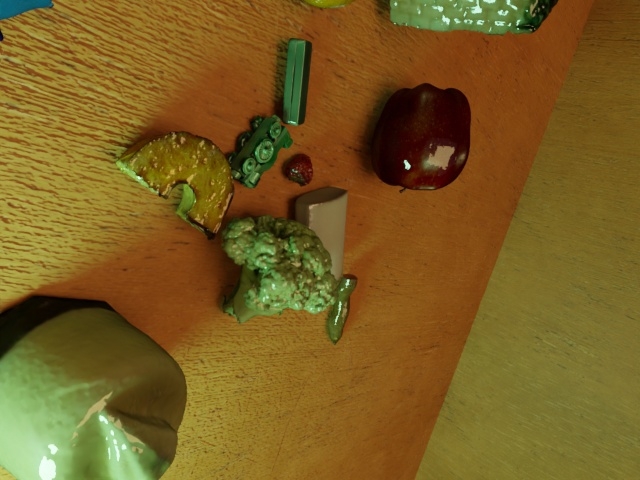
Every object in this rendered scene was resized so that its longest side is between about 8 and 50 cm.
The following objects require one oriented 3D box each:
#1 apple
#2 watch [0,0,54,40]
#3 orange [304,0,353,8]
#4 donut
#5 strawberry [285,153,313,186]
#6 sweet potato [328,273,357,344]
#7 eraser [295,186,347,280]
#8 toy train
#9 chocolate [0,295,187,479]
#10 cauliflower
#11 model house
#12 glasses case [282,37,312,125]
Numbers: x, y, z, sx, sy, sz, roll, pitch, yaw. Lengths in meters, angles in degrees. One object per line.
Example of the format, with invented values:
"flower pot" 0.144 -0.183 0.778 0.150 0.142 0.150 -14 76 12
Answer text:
"apple" 0.299 -0.289 1.348 0.288 0.288 0.317 2 99 -50
"watch" -0.418 -0.334 0.538 0.171 0.200 0.196 -49 135 -26
"orange" 0.027 -0.599 0.947 0.224 0.170 0.224 -28 129 -40
"donut" -0.260 -0.128 0.905 0.152 0.101 0.259 -56 140 -15
"strawberry" -0.050 -0.182 1.156 0.073 0.073 0.083 38 65 -51
"sweet potato" 0.062 0.238 1.504 0.059 0.067 0.281 8 111 -13
"eraser" 0.000 0.000 1.280 0.174 0.095 0.270 -28 129 -47
"toy train" -0.139 -0.199 1.041 0.178 0.071 0.104 -57 152 -14
"chocolate" -0.402 0.290 0.801 0.326 0.297 0.314 22 86 -51
"cauliflower" -0.102 0.085 1.069 0.327 0.260 0.281 28 82 -17
"model house" 0.404 -0.787 1.092 0.445 0.395 0.400 -56 148 -29
"glasses case" -0.053 -0.360 1.053 0.078 0.039 0.184 -58 157 -68
